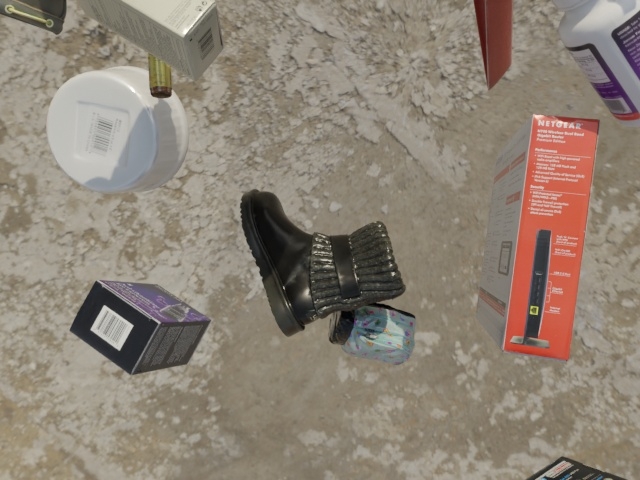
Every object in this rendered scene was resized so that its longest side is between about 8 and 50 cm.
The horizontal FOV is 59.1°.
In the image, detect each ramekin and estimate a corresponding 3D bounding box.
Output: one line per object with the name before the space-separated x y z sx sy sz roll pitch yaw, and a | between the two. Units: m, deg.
ramekin | -0.434 -0.230 1.199 0.277 0.135 0.277 2 104 8

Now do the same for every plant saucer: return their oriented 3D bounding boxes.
plant saucer | 0.279 -0.428 0.932 0.048 0.258 0.259 -7 68 15

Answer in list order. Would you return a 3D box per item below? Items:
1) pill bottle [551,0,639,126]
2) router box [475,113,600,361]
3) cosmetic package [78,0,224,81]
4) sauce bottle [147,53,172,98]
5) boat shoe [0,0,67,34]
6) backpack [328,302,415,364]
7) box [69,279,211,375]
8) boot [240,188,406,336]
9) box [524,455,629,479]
pill bottle | 0.342 -0.233 0.641 0.108 0.108 0.193 -39 111 18
router box | 0.308 -0.003 0.850 0.082 0.335 0.301 7 92 10
cosmetic package | -0.135 -0.180 0.437 0.115 0.060 0.041 33 74 6
sauce bottle | -0.293 -0.326 1.029 0.042 0.042 0.128 -5 83 11
boat shoe | -0.485 -0.336 0.719 0.305 0.109 0.091 -1 106 -34
backpack | 0.116 0.198 1.230 0.182 0.152 0.115 14 66 -7
box | -0.329 0.159 1.061 0.153 0.207 0.108 30 92 15
boot | 0.002 0.002 1.136 0.260 0.131 0.348 -25 64 7
box | 0.265 0.322 0.603 0.220 0.175 0.051 -16 96 -28
